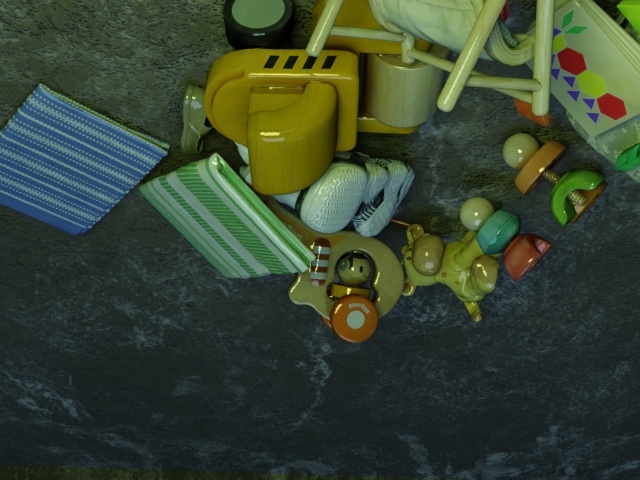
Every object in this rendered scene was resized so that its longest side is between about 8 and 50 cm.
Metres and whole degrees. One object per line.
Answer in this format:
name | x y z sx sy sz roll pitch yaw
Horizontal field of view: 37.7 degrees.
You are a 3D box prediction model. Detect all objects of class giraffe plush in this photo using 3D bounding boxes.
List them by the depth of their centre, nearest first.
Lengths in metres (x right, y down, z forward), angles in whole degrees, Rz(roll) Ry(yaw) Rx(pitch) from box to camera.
giraffe plush | 0.231 0.035 1.712 0.171 0.181 0.210 13 136 4

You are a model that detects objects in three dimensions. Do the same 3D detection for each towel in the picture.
towel | -0.162 -0.030 1.559 0.248 0.038 0.325 46 157 -17
towel | -0.442 -0.129 1.602 0.243 0.040 0.336 25 140 -31

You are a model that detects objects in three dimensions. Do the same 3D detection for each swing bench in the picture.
swing bench | 0.137 -0.292 1.013 0.165 0.253 0.254 -4 115 -36

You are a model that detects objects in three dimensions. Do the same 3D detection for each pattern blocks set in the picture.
pattern blocks set | 0.337 -0.226 1.188 0.325 0.026 0.285 51 153 -14

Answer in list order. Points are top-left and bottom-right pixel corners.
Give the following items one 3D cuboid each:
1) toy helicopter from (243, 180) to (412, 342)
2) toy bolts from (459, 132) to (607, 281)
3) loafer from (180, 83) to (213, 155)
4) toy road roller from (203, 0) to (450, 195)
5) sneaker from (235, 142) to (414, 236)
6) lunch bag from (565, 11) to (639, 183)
toy helicopter | 0.000 0.000 1.656 0.355 0.235 0.140 37 178 -11
toy bolts | 0.348 -0.069 1.566 0.228 0.158 0.218 -54 164 21
loafer | -0.191 -0.183 1.468 0.050 0.056 0.148 10 149 -1
toy road roller | 0.008 -0.188 1.269 0.330 0.240 0.202 1 149 1
sneaker | 0.008 -0.114 1.492 0.137 0.210 0.366 -60 161 14
lunch bag | 0.487 -0.216 1.230 0.256 0.212 0.305 26 149 5
